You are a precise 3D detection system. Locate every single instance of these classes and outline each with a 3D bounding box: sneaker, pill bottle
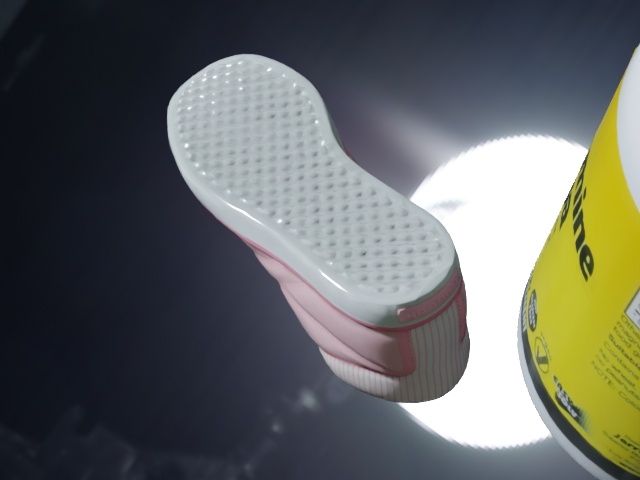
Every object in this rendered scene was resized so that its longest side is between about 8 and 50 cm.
[{"bbox_3d":[0.000,0.000,0.479,0.134,0.051,0.070,45,164,40],"label":"sneaker"},{"bbox_3d":[0.211,-0.009,0.714,0.188,0.188,0.334,36,155,12],"label":"pill bottle"}]
